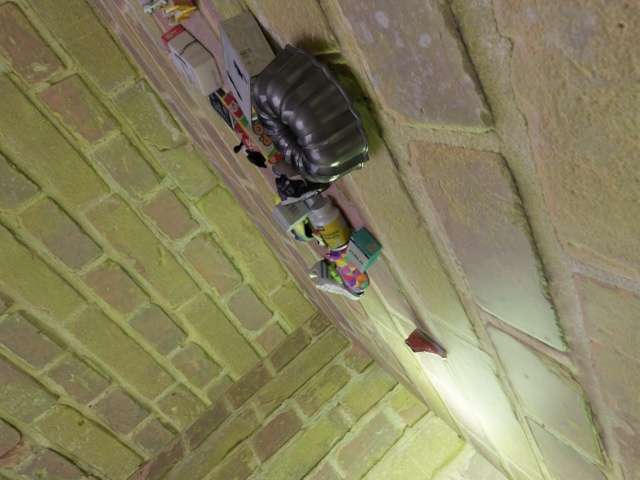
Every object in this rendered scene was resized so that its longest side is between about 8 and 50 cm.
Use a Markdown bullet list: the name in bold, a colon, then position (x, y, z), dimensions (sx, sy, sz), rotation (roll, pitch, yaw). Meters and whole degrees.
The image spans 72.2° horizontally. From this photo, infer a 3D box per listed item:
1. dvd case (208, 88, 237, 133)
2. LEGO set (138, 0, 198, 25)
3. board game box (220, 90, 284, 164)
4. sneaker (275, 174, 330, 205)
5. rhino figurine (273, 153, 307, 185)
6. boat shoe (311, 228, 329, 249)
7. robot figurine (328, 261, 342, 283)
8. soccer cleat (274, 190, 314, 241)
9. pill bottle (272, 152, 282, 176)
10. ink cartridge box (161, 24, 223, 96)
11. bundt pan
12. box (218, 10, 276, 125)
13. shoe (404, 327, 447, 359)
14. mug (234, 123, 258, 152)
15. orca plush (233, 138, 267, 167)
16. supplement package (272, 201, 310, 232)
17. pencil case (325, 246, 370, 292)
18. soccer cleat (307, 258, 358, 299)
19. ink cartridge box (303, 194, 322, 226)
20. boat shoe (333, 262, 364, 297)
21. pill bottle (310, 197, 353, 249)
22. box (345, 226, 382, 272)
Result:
- **dvd case**: position (-0.419, -0.577, 1.863), dimensions (0.179, 0.029, 0.239), rotation (49, 167, 8)
- **LEGO set**: position (-0.451, -0.738, 1.331), dimensions (0.287, 0.132, 0.107), rotation (-96, -11, -70)
- **board game box**: position (-0.189, -0.380, 1.402), dimensions (0.259, 0.124, 0.039), rotation (53, 167, -13)
- **sneaker**: position (-0.082, -0.202, 1.545), dimensions (0.283, 0.107, 0.124), rotation (-7, 109, 56)
- **rhino figurine**: position (-0.075, -0.243, 1.449), dimensions (0.243, 0.106, 0.073), rotation (35, 162, 50)
- **boat shoe**: position (0.000, 0.000, 2.059), dimensions (0.049, 0.043, 0.137), rotation (35, 162, 44)
- **robot figurine**: position (0.090, 0.162, 2.159), dimensions (0.115, 0.067, 0.101), rotation (51, 178, -7)
- **soccer cleat**: position (-0.115, -0.120, 2.073), dimensions (0.121, 0.093, 0.289), rotation (-7, 123, 39)
- **pill bottle**: position (-0.150, -0.290, 1.669), dimensions (0.067, 0.067, 0.120), rotation (49, 168, 4)
- **ink cartridge box**: position (-0.478, -0.671, 1.646), dimensions (0.218, 0.092, 0.158), rotation (44, 167, 18)
- **bundt pan**: position (-0.042, -0.268, 1.018), dimensions (0.331, 0.124, 0.331), rotation (48, 167, 15)
- **box**: position (-0.194, -0.458, 1.209), dimensions (0.169, 0.087, 0.290), rotation (61, 168, 5)
- **shoe**: position (0.421, 0.436, 1.767), dimensions (0.178, 0.081, 0.063), rotation (39, 164, 42)
- **mug**: position (-0.206, -0.355, 1.508), dimensions (0.169, 0.150, 0.113), rotation (21, 123, 58)
- **orca plush**: position (-0.261, -0.377, 1.697), dimensions (0.287, 0.151, 0.102), rotation (-94, 12, -62)
- **supplement package**: position (-0.124, -0.112, 1.793), dimensions (0.105, 0.105, 0.179), rotation (50, 168, 0)
- **pencil case**: position (0.119, 0.112, 1.841), dimensions (0.236, 0.104, 0.104), rotation (56, 167, -28)
- **soccer cleat**: position (0.064, 0.229, 2.276), dimensions (0.331, 0.143, 0.116), rotation (39, 164, 40)
- **ink cartridge box**: position (-0.056, -0.169, 1.745), dimensions (0.224, 0.045, 0.223), rotation (51, 167, 1)
- **boat shoe**: position (0.134, 0.181, 2.050), dimensions (0.206, 0.075, 0.065), rotation (54, 171, 5)
- **pill bottle**: position (0.038, -0.061, 1.592), dimensions (0.103, 0.103, 0.184), rotation (30, 157, 57)
- **box**: position (0.152, 0.039, 1.591), dimensions (0.100, 0.060, 0.244), rotation (48, 168, 11)
